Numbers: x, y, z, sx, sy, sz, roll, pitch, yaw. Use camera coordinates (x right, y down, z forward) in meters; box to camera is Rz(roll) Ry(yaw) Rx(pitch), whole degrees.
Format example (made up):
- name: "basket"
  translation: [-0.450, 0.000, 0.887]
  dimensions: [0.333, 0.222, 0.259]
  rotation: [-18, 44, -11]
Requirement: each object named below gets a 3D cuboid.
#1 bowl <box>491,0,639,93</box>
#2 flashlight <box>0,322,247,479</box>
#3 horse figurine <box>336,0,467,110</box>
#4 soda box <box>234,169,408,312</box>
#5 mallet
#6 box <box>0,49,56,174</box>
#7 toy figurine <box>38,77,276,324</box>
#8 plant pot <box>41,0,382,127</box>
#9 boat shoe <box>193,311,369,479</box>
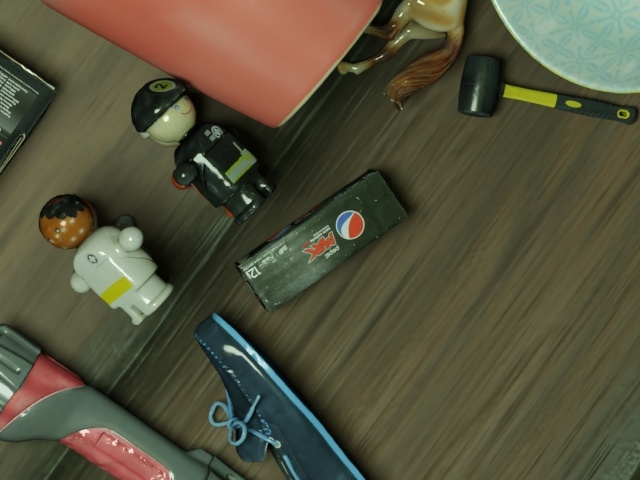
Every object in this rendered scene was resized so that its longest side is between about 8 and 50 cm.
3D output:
- name: "bowl"
  translation: [0.314, -0.299, 1.553]
  dimensions: [0.156, 0.289, 0.289]
  rotation: [-30, 101, -49]
- name: "flashlight"
  translation: [-0.212, 0.205, 1.553]
  dimensions: [0.304, 0.103, 0.103]
  rotation: [38, 114, -11]
- name: "horse figurine"
  translation: [0.080, -0.265, 1.582]
  dimensions: [0.175, 0.066, 0.263]
  rotation: [-16, 94, -2]
- name: "soda box"
  translation: [0.000, 0.000, 1.593]
  dimensions: [0.169, 0.053, 0.060]
  rotation: [-35, 99, -5]
- name: "mallet"
  translation: [0.228, -0.134, 1.631]
  dimensions: [0.190, 0.039, 0.062]
  rotation: [17, 90, -14]
- name: "box"
  translation: [-0.446, -0.101, 1.477]
  dimensions: [0.295, 0.073, 0.293]
  rotation: [35, 76, -10]
- name: "toy figurine"
  translation: [-0.160, -0.040, 1.486]
  dimensions: [0.209, 0.213, 0.148]
  rotation: [-45, 97, 0]
- name: "plant pot"
  translation: [-0.076, -0.249, 1.451]
  dimensions: [0.243, 0.275, 0.275]
  rotation: [37, 88, -9]
- name: "boat shoe"
  translation: [-0.046, 0.189, 1.574]
  dimensions: [0.089, 0.109, 0.258]
  rotation: [-39, 97, -1]
